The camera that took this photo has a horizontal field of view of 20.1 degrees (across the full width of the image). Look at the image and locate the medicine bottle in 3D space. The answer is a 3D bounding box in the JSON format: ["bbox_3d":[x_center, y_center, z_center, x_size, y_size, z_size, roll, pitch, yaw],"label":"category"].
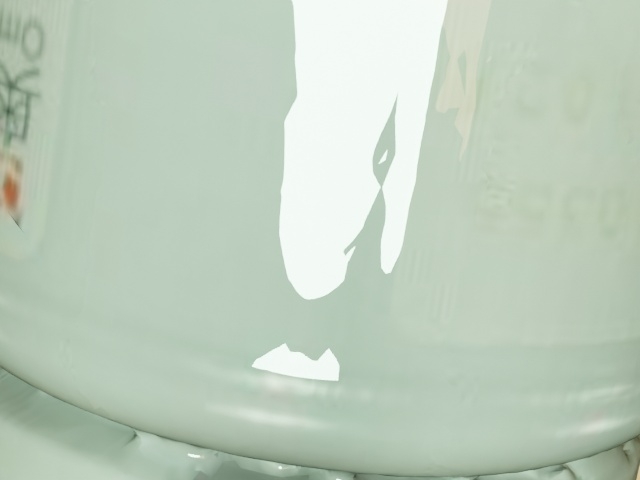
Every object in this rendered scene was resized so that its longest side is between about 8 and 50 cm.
[{"bbox_3d":[0.000,0.000,0.562,0.245,0.245,0.306,3,105,-19],"label":"medicine bottle"}]
